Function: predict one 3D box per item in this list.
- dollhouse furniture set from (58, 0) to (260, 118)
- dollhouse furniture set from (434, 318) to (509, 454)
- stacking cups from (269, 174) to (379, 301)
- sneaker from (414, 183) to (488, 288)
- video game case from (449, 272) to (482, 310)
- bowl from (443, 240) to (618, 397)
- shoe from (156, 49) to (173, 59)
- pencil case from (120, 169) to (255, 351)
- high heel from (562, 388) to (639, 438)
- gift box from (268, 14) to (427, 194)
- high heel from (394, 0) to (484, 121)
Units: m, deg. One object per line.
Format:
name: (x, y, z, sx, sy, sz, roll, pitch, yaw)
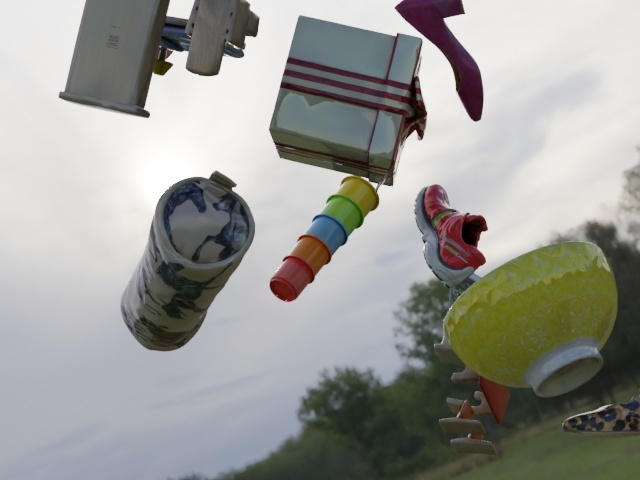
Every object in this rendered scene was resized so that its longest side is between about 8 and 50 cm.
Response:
dollhouse furniture set: (-0.221, -0.274, 1.777, 0.286, 0.198, 0.303, 13, -1, 18)
dollhouse furniture set: (0.342, 0.273, 2.287, 0.135, 0.262, 0.259, -1, -43, 31)
stacking cups: (0.000, 0.000, 2.225, 0.316, 0.096, 0.096, -50, 5, -34)
sneaker: (0.255, -0.020, 2.086, 0.118, 0.279, 0.107, -31, -56, 17)
video game case: (0.403, 0.162, 2.779, 0.022, 0.190, 0.173, -37, -37, -31)
bowl: (0.351, 0.149, 1.732, 0.289, 0.156, 0.289, -17, -32, -11)
shoe: (-0.343, -0.358, 2.156, 0.178, 0.081, 0.063, -58, 19, -23)
pencil case: (-0.229, 0.040, 1.866, 0.160, 0.183, 0.410, 17, -29, -11)
high heel: (0.495, 0.214, 1.755, 0.261, 0.186, 0.093, -6, -11, -7)
gift box: (0.061, -0.224, 2.003, 0.258, 0.276, 0.255, 12, -3, 6)
high heel: (0.213, -0.317, 1.958, 0.117, 0.244, 0.082, -16, 16, -4)
